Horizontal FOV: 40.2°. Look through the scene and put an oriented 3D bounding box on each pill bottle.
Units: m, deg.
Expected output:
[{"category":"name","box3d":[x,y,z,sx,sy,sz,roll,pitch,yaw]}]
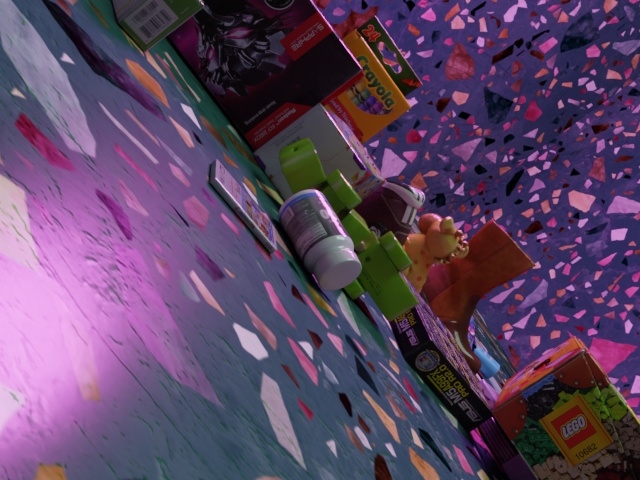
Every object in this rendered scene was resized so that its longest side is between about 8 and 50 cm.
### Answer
[{"category":"pill bottle","box3d":[0.000,0.000,1.242,0.078,0.078,0.137,41,16,-55]}]

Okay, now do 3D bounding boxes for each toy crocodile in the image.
[{"category":"toy crocodile","box3d":[0.044,-0.011,1.392,0.340,0.115,0.105,50,9,-19]}]

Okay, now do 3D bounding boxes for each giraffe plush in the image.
[{"category":"giraffe plush","box3d":[0.220,0.009,1.875,0.210,0.170,0.181,59,8,13]}]

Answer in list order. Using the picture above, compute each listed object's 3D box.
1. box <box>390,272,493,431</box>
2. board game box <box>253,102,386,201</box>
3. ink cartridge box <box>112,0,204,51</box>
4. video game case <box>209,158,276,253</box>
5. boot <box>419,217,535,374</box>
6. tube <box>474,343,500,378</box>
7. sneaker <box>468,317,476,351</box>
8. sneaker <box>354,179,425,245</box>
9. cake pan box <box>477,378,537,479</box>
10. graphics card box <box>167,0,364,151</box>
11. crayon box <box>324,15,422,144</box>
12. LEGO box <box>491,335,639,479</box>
[{"category":"box","box3d":[0.206,0.197,1.626,0.216,0.060,0.270,50,10,-26]},{"category":"board game box","box3d":[0.008,-0.128,1.559,0.142,0.144,0.275,55,10,6]},{"category":"ink cartridge box","box3d":[-0.245,-0.368,1.271,0.062,0.109,0.209,48,11,-38]},{"category":"video game case","box3d":[-0.098,-0.044,1.117,0.122,0.011,0.087,50,9,-20]},{"category":"boot","box3d":[0.367,0.131,1.987,0.264,0.280,0.096,57,9,20]},{"category":"tube","box3d":[0.389,0.280,2.320,0.207,0.052,0.080,45,0,-9]},{"category":"sneaker","box3d":[0.350,0.246,2.174,0.087,0.083,0.221,65,17,7]},{"category":"sneaker","box3d":[0.068,-0.052,1.757,0.281,0.163,0.106,16,1,43]},{"category":"cake pan box","box3d":[0.402,0.426,1.747,0.267,0.070,0.246,44,11,-48]},{"category":"graphics card box","box3d":[-0.124,-0.361,1.475,0.371,0.232,0.094,54,7,-5]},{"category":"crayon box","box3d":[0.050,-0.309,1.898,0.202,0.318,0.081,49,10,-26]},{"category":"LEGO box","box3d":[0.515,0.391,1.629,0.373,0.193,0.500,56,10,12]}]
